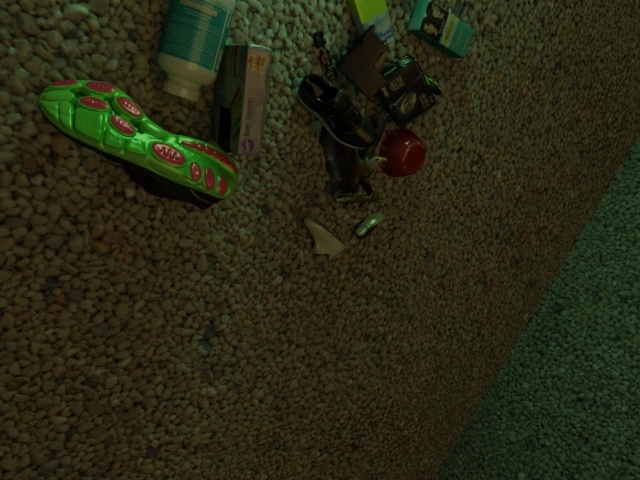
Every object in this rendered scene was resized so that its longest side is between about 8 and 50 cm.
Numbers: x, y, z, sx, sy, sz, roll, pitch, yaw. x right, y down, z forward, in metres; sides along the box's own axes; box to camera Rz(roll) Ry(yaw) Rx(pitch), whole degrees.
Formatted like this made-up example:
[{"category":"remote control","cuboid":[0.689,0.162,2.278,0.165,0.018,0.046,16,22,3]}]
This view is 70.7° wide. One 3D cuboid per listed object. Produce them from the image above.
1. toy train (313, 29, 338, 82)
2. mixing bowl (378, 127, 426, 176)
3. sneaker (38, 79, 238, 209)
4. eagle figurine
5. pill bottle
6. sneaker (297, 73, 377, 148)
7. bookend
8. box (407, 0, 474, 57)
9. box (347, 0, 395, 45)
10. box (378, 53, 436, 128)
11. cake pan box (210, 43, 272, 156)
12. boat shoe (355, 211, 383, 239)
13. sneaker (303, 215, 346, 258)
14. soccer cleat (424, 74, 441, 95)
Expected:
[{"category":"toy train","cuboid":[0.014,-0.549,1.359,0.036,0.027,0.158,-33,124,-13]},{"category":"mixing bowl","cuboid":[0.308,-0.304,1.609,0.181,0.098,0.182,-12,116,-27]},{"category":"sneaker","cuboid":[-0.444,-0.206,1.104,0.482,0.202,0.186,30,50,-20]},{"category":"eagle figurine","cuboid":[0.129,-0.266,1.485,0.226,0.224,0.299,14,68,-75]},{"category":"pill bottle","cuboid":[-0.310,-0.483,1.104,0.146,0.146,0.264,11,104,-35]},{"category":"sneaker","cuboid":[0.053,-0.374,1.322,0.283,0.124,0.107,36,85,-8]},{"category":"bookend","cuboid":[0.154,-0.534,1.368,0.156,0.072,0.157,40,106,-16]},{"category":"box","cuboid":[0.409,-0.710,1.522,0.244,0.060,0.101,10,105,-35]},{"category":"box","cuboid":[0.157,-0.680,1.384,0.109,0.042,0.178,-36,125,-14]},{"category":"box","cuboid":[0.277,-0.491,1.492,0.147,0.078,0.180,-32,127,9]},{"category":"cake pan box","cuboid":[-0.212,-0.360,1.160,0.070,0.245,0.267,-1,112,-28]},{"category":"boat shoe","cuboid":[0.180,-0.055,1.672,0.133,0.049,0.042,-42,155,-19]},{"category":"sneaker","cuboid":[0.000,0.000,1.563,0.094,0.080,0.212,-45,129,6]},{"category":"soccer cleat","cuboid":[0.346,-0.541,1.562,0.178,0.060,0.072,23,106,-31]}]
